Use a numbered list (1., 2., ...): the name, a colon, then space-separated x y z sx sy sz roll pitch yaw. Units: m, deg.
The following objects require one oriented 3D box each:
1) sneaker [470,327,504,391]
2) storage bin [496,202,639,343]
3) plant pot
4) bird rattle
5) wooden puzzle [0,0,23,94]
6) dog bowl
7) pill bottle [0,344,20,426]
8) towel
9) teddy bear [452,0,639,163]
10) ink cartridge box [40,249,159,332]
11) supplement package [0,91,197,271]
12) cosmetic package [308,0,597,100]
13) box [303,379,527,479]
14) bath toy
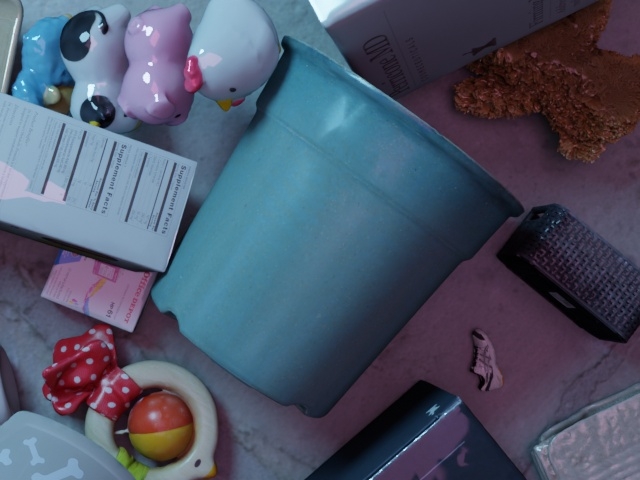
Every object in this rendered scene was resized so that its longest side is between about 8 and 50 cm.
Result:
1. sneaker: 0.209 0.157 1.430 0.037 0.032 0.083 -20 91 -8
2. storage bin: 0.327 0.043 1.402 0.180 0.122 0.084 40 84 -5
3. plant pot: 0.000 0.000 1.277 0.341 0.341 0.334 35 93 -5
4. bird rattle: -0.230 0.225 1.352 0.207 0.143 0.254 -7 76 -19
5. wooden puzzle: -0.473 -0.190 1.324 0.221 0.044 0.239 10 91 12
6. dog bowl: -0.355 0.345 1.224 0.348 0.102 0.349 5 122 9
7. pill bottle: -0.473 0.197 1.298 0.215 0.117 0.117 -14 91 -8
8. towel: 0.427 0.289 1.448 0.282 0.049 0.187 -22 93 -8
9. teddy bear: 0.268 -0.251 1.422 0.338 0.113 0.245 22 79 1
10. ink cartridge box: -0.269 0.051 1.361 0.122 0.052 0.089 22 86 -7
11. supplement package: -0.285 -0.060 1.246 0.244 0.139 0.134 19 81 -20
12. cosmetic package: 0.146 -0.405 1.218 0.393 0.329 0.327 -25 78 7
13. box: 0.156 0.417 1.327 0.293 0.212 0.395 -39 94 -6
14. bath toy: -0.201 -0.189 1.245 0.129 0.348 0.151 -52 130 -39
